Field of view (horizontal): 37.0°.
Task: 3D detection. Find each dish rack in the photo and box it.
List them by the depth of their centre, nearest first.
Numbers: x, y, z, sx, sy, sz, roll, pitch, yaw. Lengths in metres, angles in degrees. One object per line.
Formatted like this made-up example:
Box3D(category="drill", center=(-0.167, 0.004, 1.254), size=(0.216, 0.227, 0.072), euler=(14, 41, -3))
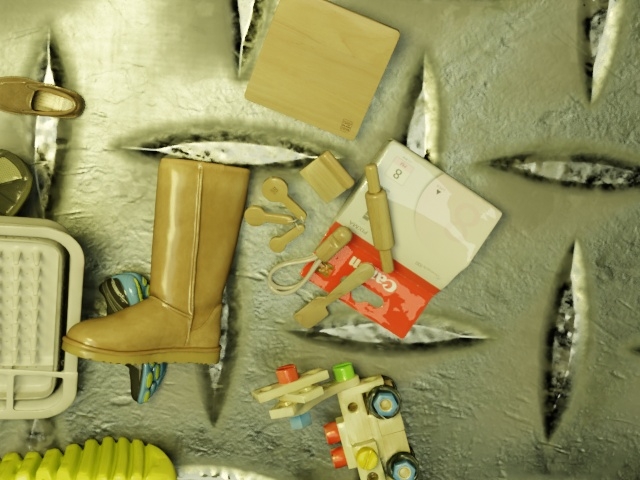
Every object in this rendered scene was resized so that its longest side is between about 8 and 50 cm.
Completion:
Box3D(category="dish rack", center=(-0.457, 0.094, 1.243), size=(0.285, 0.072, 0.333), euler=(4, 127, -15))

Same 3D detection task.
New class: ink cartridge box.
Box3D(category="ink cartridge box", center=(0.111, 0.003, 1.339), size=(0.189, 0.066, 0.232), euler=(33, 92, -8))

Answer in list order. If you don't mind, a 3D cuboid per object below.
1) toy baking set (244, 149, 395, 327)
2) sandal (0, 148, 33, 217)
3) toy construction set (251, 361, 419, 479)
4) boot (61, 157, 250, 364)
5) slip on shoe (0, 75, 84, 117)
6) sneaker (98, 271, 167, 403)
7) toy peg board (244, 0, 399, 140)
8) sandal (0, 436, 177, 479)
Box3D(category="toy baking set", center=(0.006, -0.002, 1.315), size=(0.196, 0.030, 0.256), euler=(-10, 116, 12))
Box3D(category="sandal", center=(-0.486, -0.008, 1.289), size=(0.120, 0.086, 0.303), euler=(48, 112, 13))
Box3D(category="toy construction set", center=(0.023, 0.301, 1.343), size=(0.215, 0.151, 0.328), euler=(-15, 111, 0))
Box3D(category="boot", center=(-0.215, 0.024, 1.262), size=(0.236, 0.089, 0.269), euler=(6, 93, -40))
Box3D(category="slip on shoe", center=(-0.388, -0.190, 1.283), size=(0.135, 0.041, 0.051), euler=(12, 98, -5))
Box3D(category="sneaker", center=(-0.266, 0.136, 1.340), size=(0.078, 0.067, 0.188), euler=(-6, 102, 19))
Box3D(category="toy peg board", center=(0.002, -0.244, 1.290), size=(0.161, 0.079, 0.161), euler=(21, 113, -6))
Box3D(category="sandal", center=(-0.353, 0.364, 1.344), size=(0.317, 0.126, 0.138), euler=(-8, 103, 6))
